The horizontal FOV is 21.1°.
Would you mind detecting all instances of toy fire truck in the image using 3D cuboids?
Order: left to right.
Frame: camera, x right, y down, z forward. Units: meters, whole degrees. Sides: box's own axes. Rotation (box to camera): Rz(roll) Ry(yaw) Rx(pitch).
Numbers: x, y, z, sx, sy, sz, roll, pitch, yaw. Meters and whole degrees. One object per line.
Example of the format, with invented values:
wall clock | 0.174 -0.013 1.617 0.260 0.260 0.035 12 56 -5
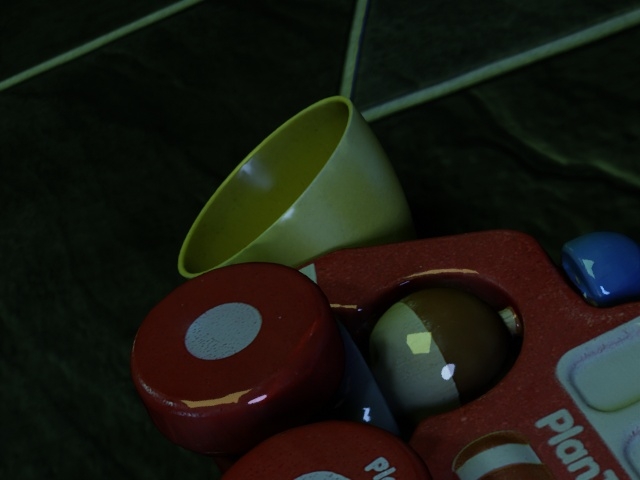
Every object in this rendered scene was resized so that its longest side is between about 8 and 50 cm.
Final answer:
toy fire truck | 0.067 0.100 0.794 0.253 0.169 0.302 -23 39 -5

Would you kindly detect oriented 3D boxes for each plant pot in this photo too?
plant pot | 0.000 0.000 0.963 0.134 0.095 0.134 -40 20 18
